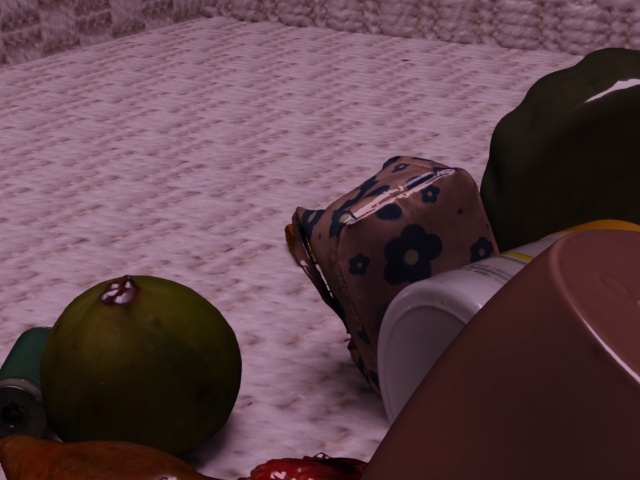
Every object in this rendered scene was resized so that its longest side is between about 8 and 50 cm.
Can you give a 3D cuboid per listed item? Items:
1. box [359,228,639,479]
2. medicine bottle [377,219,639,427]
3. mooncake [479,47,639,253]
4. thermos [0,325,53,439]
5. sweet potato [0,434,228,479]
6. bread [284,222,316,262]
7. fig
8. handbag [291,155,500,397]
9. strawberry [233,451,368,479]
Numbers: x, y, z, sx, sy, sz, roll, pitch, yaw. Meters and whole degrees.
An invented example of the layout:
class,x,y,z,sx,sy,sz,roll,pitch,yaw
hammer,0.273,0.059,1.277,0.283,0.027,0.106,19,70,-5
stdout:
class,x,y,z,sx,sy,sz,roll,pitch,yaw
box,0.196,0.141,0.655,0.301,0.216,0.301,21,27,-11
medicine bottle,0.207,0.119,1.034,0.232,0.237,0.238,-16,25,-30
mooncake,0.340,-0.040,1.272,0.351,0.351,0.187,-2,25,1
thermos,-0.312,0.143,1.237,0.073,0.083,0.187,9,20,-4
sweet potato,-0.151,0.232,0.963,0.359,0.112,0.112,13,26,27
bread,0.000,0.000,1.635,0.090,0.035,0.094,-7,22,-11
fig,-0.179,0.110,1.127,0.203,0.225,0.203,1,45,-1
handbag,0.086,0.041,1.235,0.190,0.251,0.193,-26,20,-12
strawberry,-0.026,0.254,0.742,0.274,0.220,0.274,2,19,-1
